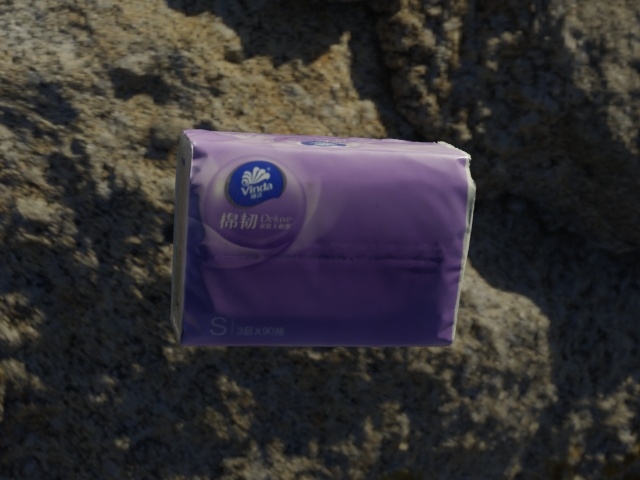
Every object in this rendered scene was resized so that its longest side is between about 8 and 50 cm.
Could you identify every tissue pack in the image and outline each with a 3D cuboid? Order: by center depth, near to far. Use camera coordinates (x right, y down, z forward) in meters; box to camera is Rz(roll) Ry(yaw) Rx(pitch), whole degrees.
[{"bbox_3d":[0.000,0.000,1.222,0.338,0.160,0.242,1,101,-12],"label":"tissue pack"}]
